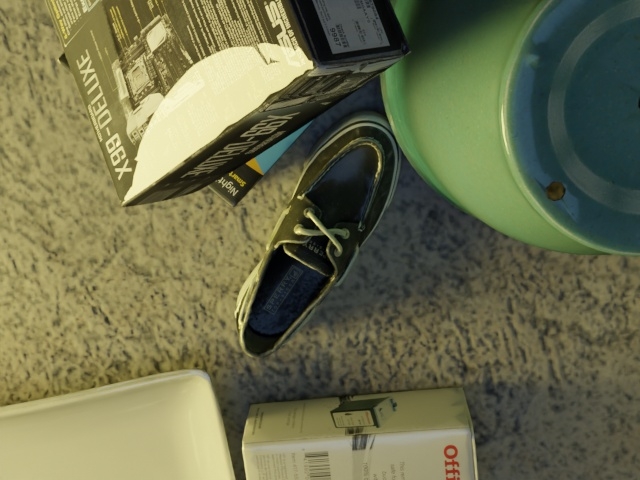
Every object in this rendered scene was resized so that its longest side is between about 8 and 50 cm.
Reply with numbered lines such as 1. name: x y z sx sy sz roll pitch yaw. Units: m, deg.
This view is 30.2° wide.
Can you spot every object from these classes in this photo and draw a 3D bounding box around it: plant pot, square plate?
1. plant pot: 0.186 -0.105 0.797 0.271 0.255 0.272 -1 105 -3
2. square plate: -0.224 0.291 1.070 0.344 0.049 0.347 -11 108 5

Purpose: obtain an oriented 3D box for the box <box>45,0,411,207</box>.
1. box: -0.097 -0.203 0.761 0.242 0.076 0.307 -28 81 50

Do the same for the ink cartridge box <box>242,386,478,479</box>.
1. ink cartridge box: 0.037 0.210 1.015 0.190 0.082 0.140 -6 109 3

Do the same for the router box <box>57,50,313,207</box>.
1. router box: -0.091 -0.133 0.921 0.179 0.046 0.133 40 106 -11

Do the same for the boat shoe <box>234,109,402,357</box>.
1. boat shoe: 0.000 0.000 0.951 0.077 0.070 0.219 27 107 -7
